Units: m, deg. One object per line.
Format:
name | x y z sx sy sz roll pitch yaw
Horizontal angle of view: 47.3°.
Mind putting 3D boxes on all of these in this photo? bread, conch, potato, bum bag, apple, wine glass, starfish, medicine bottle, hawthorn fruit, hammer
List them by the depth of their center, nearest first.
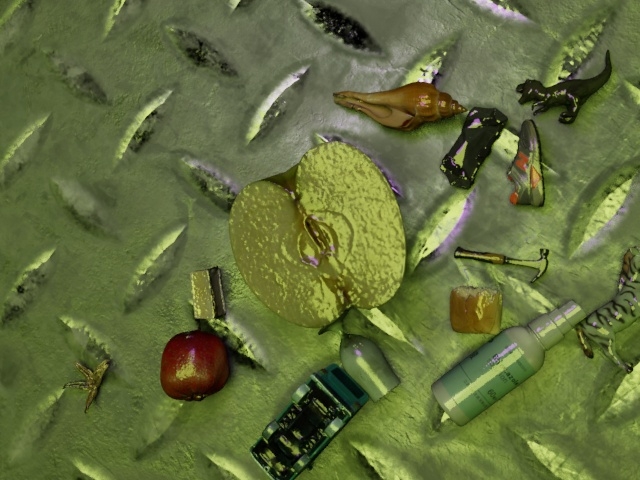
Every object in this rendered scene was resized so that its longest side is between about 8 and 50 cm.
medicine bottle | 0.400 0.246 1.533 0.352 0.110 0.110 -39 78 7
bread | 0.325 0.148 1.552 0.125 0.082 0.106 1 79 55
apple | 0.000 0.000 1.567 0.312 0.320 0.360 -23 85 -29
hammer | 0.393 0.045 1.598 0.201 0.021 0.078 7 87 14
wine glass | 0.088 0.259 1.615 0.093 0.093 0.202 -42 77 7
bum bag | 0.338 -0.211 1.621 0.087 0.049 0.197 29 92 9
conch | 0.177 -0.307 1.657 0.331 0.093 0.109 11 106 34
hawthorn fruit | -0.289 0.270 1.684 0.157 0.157 0.193 -6 66 13
potato | -0.265 0.123 1.717 0.061 0.086 0.122 -9 89 10
starfish | -0.566 0.357 1.787 0.133 0.041 0.130 -10 74 19

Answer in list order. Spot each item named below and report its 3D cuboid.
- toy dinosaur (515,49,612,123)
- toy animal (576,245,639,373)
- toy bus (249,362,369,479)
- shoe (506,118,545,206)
toy dinosaur | 0.523 -0.348 1.570 0.187 0.087 0.178 13 90 13
toy animal | 0.651 0.153 1.499 0.170 0.090 0.255 33 91 19
toy bus | -0.024 0.399 1.579 0.128 0.147 0.256 44 113 15
shoe | 0.441 -0.166 1.583 0.077 0.074 0.194 -5 86 18
